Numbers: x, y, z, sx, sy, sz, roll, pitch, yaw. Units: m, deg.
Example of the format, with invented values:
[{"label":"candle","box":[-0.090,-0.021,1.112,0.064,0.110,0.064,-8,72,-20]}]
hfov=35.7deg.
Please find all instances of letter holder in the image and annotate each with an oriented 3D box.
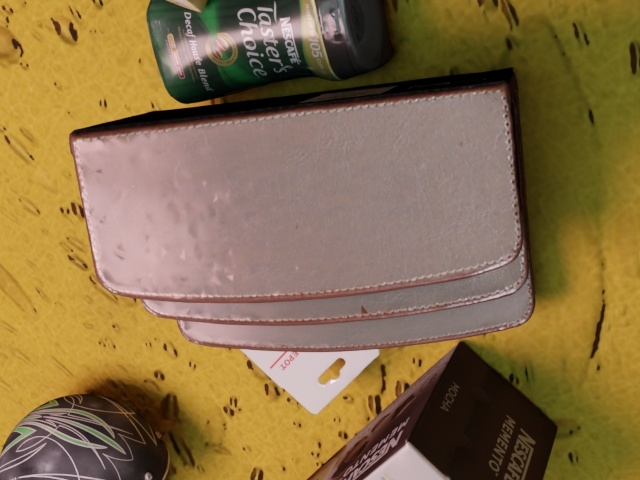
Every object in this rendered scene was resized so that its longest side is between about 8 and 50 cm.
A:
[{"label":"letter holder","box":[0.000,0.000,0.739,0.302,0.152,0.214,-5,101,14]}]

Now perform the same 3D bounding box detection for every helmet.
[{"label":"helmet","box":[-0.234,0.232,0.985,0.169,0.169,0.161,22,135,14]}]

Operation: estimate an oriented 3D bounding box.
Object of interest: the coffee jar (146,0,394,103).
[{"label":"coffee jar","box":[-0.038,-0.165,0.775,0.184,0.079,0.096,-5,110,25]}]

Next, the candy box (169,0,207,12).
[{"label":"candy box","box":[-0.200,-0.315,0.739,0.316,0.087,0.183,24,91,12]}]

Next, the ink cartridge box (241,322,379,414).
[{"label":"ink cartridge box","box":[-0.032,0.052,0.876,0.181,0.061,0.104,43,121,2]}]

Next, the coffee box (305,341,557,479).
[{"label":"coffee box","box":[0.050,0.245,0.862,0.119,0.168,0.297,43,122,1]}]
